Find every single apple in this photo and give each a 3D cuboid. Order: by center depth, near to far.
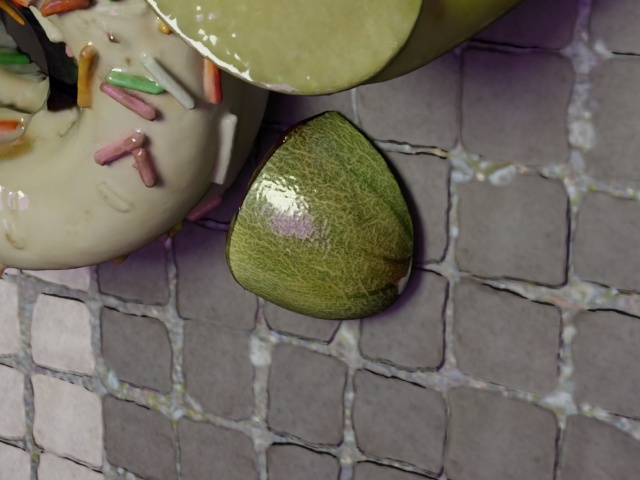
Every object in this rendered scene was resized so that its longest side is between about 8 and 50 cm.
[{"bbox_3d":[0.033,-0.240,0.786,0.295,0.233,0.258,-45,69,37],"label":"apple"}]

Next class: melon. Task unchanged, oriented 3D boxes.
[{"bbox_3d":[0.000,0.000,0.978,0.128,0.079,0.160,30,119,23],"label":"melon"}]

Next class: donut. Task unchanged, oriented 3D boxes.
[{"bbox_3d":[-0.218,-0.133,0.965,0.383,0.142,0.382,8,128,10],"label":"donut"}]
